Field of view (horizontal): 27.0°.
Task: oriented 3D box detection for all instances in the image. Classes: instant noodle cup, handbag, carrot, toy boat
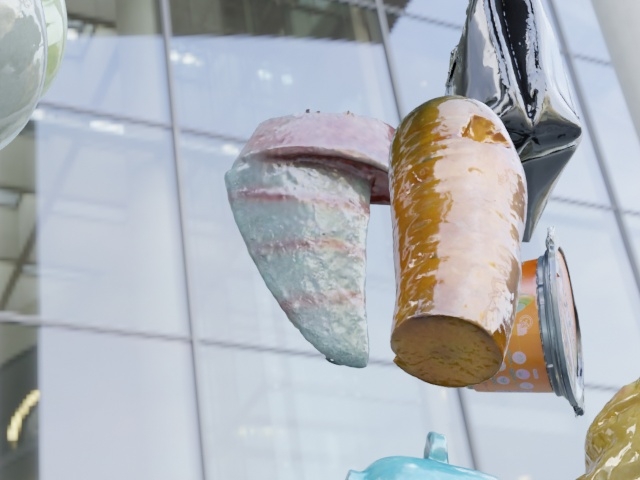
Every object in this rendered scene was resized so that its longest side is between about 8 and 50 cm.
[{"bbox_3d":[0.209,0.095,1.445,0.125,0.208,0.177,-8,-2,17],"label":"instant noodle cup"},{"bbox_3d":[0.213,-0.173,1.604,0.152,0.288,0.342,-2,-24,-6],"label":"handbag"},{"bbox_3d":[0.080,-0.002,0.770,0.087,0.193,0.087,1,-43,0],"label":"carrot"},{"bbox_3d":[0.000,0.000,1.380,0.206,0.282,0.096,5,-26,-7],"label":"toy boat"}]

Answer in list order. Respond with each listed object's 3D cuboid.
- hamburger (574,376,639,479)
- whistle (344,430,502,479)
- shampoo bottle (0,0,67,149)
[{"bbox_3d":[0.296,0.133,0.798,0.162,0.209,0.330,36,-44,-21],"label":"hamburger"},{"bbox_3d":[0.034,0.205,0.598,0.093,0.274,0.186,13,-37,0],"label":"whistle"},{"bbox_3d":[-0.457,-0.226,1.446,0.322,0.322,0.317,-33,3,30],"label":"shampoo bottle"}]
